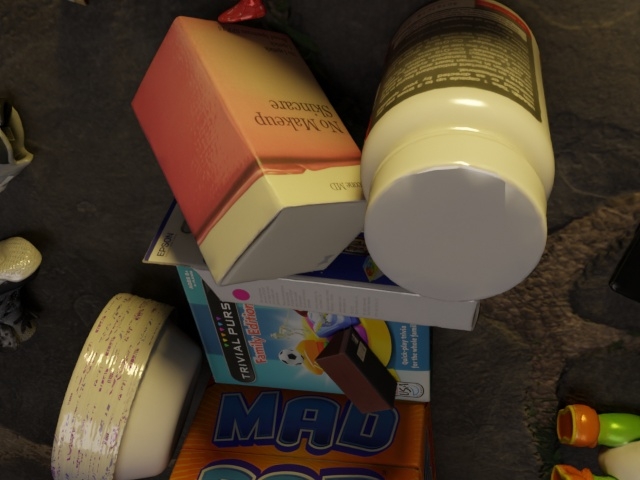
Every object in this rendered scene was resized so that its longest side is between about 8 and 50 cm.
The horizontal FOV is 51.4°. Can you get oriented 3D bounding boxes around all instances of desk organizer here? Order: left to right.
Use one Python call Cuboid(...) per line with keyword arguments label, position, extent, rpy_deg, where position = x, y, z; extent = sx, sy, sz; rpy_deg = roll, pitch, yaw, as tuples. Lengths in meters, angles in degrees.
Cuboid(label="desk organizer", position=(0.050, 0.181, 0.909), extent=(0.050, 0.047, 0.130), rpy_deg=(-19, 124, 31))

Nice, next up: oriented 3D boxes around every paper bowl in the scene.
Cuboid(label="paper bowl", position=(-0.269, 0.230, 0.980), extent=(0.148, 0.284, 0.284), rpy_deg=(17, 132, -3))

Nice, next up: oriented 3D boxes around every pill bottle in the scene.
Cuboid(label="pill bottle", position=(0.122, -0.092, 0.599), extent=(0.161, 0.283, 0.161), rpy_deg=(7, 131, 8))

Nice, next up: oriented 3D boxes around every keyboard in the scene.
Cuboid(label="keyboard", position=(0.427, 0.005, 0.786), extent=(0.100, 0.038, 0.192), rpy_deg=(29, 137, 20))

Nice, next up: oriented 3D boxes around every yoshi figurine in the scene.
Cuboid(label="yoshi figurine", position=(0.532, 0.338, 0.939), extent=(0.362, 0.203, 0.204), rpy_deg=(8, 125, 3))

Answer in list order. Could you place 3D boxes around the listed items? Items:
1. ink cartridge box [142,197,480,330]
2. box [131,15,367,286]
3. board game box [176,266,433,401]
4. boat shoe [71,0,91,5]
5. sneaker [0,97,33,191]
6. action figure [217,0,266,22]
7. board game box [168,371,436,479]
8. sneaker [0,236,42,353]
Cuboid(label="ink cartridge box", position=(0.000, 0.000, 0.781), extent=(0.370, 0.176, 0.069), rpy_deg=(8, 136, 8))
Cuboid(label="box", position=(-0.064, -0.089, 0.663), extent=(0.127, 0.148, 0.232), rpy_deg=(-47, 63, 38))
Cuboid(label="board game box", position=(-0.010, 0.111, 0.949), extent=(0.335, 0.079, 0.254), rpy_deg=(2, 131, 12))
Cuboid(label="boat shoe", position=(-0.237, -0.297, 0.673), extent=(0.045, 0.050, 0.135), rpy_deg=(27, 142, -14))
Cuboid(label="sneaker", position=(-0.458, -0.163, 0.830), extent=(0.132, 0.086, 0.229), rpy_deg=(-25, 131, 25))
Cuboid(label="action figure", position=(-0.137, -0.335, 0.580), extent=(0.139, 0.091, 0.280), rpy_deg=(-5, 130, 7))
Cuboid(label="board game box", position=(-0.009, 0.442, 1.050), extent=(0.356, 0.356, 0.356), rpy_deg=(0, 130, 14))
Cuboid(label="sneaker", position=(-0.489, 0.091, 1.042), extent=(0.268, 0.101, 0.153), rpy_deg=(-16, 126, 33))
